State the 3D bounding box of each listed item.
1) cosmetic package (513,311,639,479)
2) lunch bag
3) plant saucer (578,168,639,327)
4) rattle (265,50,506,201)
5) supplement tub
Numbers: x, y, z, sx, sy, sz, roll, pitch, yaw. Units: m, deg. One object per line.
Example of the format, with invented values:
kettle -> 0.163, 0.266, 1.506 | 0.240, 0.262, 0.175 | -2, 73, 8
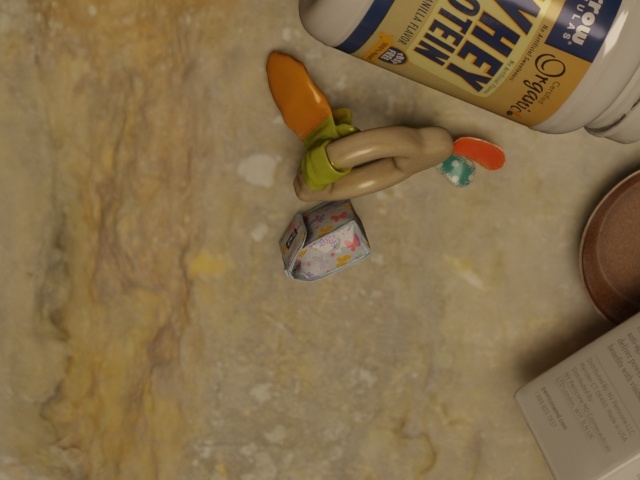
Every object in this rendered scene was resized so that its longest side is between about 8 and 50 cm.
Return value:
cosmetic package -> 0.447, 0.137, 1.757 | 0.453, 0.161, 0.230 | -33, 130, 9
lunch bag -> 0.000, 0.000, 1.731 | 0.083, 0.071, 0.053 | -27, 114, 7
plant saucer -> 0.351, 0.005, 1.788 | 0.199, 0.036, 0.198 | -2, 113, -4
rattle -> 0.061, -0.113, 1.712 | 0.200, 0.142, 0.130 | -15, 147, -15
supplement tub -> 0.164, -0.228, 1.565 | 0.316, 0.228, 0.228 | 20, 110, -14
